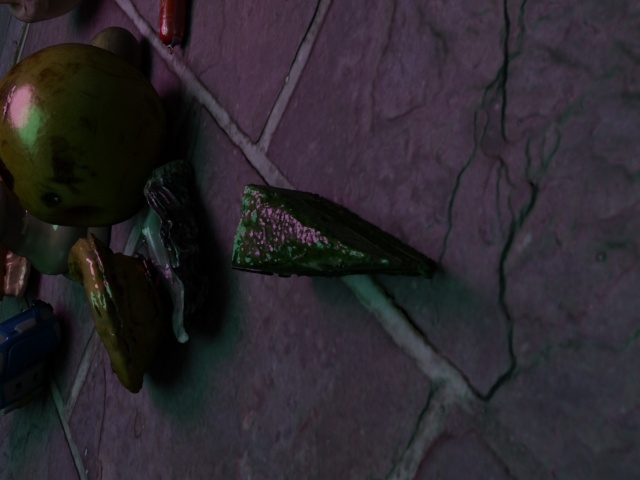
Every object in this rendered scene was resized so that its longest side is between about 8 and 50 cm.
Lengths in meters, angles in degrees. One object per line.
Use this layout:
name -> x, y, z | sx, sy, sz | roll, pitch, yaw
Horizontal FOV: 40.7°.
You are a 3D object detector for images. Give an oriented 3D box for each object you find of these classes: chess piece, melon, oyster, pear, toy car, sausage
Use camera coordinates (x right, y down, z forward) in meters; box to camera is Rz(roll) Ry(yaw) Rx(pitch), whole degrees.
chess piece -> -0.541, -0.035, 1.449 | 0.182, 0.330, 0.182 | -19, 66, 51
melon -> -0.344, -0.293, 1.431 | 0.098, 0.098, 0.130 | -19, 67, 51
oyster -> -0.202, 0.014, 1.176 | 0.252, 0.087, 0.199 | -119, 22, -68
pear -> -0.360, -0.150, 1.283 | 0.284, 0.284, 0.283 | -16, 69, 52
toy car -> -0.588, 0.233, 1.596 | 0.314, 0.198, 0.166 | -34, 89, 42
sausage -> -0.228, -0.358, 1.331 | 0.050, 0.048, 0.145 | -8, 78, 59

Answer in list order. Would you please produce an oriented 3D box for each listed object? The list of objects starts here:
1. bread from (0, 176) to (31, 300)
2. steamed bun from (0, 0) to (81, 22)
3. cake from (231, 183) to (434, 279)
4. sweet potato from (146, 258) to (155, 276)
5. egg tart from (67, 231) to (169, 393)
bread -> -0.675, -0.064, 1.785 | 0.237, 0.165, 0.375 | -1, 84, 57
steamed bun -> -0.533, -0.583, 1.593 | 0.248, 0.352, 0.339 | 1, 78, 18
cake -> 0.011, -0.012, 0.871 | 0.235, 0.100, 0.099 | -2, 81, 55
sweet potato -> -0.270, 0.064, 1.313 | 0.026, 0.026, 0.115 | 45, 114, 49
egg tart -> -0.277, 0.095, 1.215 | 0.241, 0.106, 0.241 | 160, 90, -75
